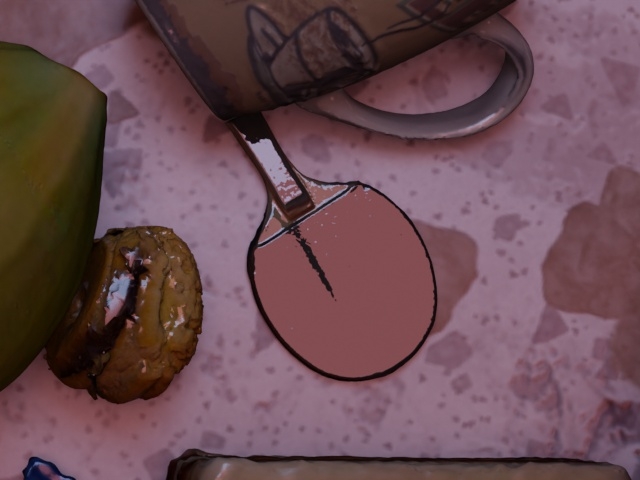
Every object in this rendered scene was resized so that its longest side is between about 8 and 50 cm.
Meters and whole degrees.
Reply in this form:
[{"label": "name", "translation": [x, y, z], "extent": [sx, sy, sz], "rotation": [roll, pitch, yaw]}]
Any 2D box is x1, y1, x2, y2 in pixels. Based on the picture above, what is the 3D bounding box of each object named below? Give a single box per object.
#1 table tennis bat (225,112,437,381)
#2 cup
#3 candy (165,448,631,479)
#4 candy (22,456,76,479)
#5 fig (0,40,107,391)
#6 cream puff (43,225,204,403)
[{"label": "table tennis bat", "translation": [0.000, 0.000, 1.319], "extent": [0.130, 0.019, 0.220], "rotation": [-32, 89, -9]}, {"label": "cup", "translation": [0.018, -0.180, 1.270], "extent": [0.257, 0.227, 0.301], "rotation": [-33, 118, 5]}, {"label": "candy", "translation": [0.044, 0.233, 1.223], "extent": [0.320, 0.135, 0.180], "rotation": [2, 84, -17]}, {"label": "candy", "translation": [-0.221, 0.331, 1.235], "extent": [0.187, 0.077, 0.331], "rotation": [38, 79, -3]}, {"label": "fig", "translation": [-0.252, -0.018, 1.185], "extent": [0.271, 0.239, 0.239], "rotation": [-36, 88, -3]}, {"label": "cream puff", "translation": [-0.133, 0.049, 1.255], "extent": [0.104, 0.119, 0.133], "rotation": [28, 100, -26]}]
